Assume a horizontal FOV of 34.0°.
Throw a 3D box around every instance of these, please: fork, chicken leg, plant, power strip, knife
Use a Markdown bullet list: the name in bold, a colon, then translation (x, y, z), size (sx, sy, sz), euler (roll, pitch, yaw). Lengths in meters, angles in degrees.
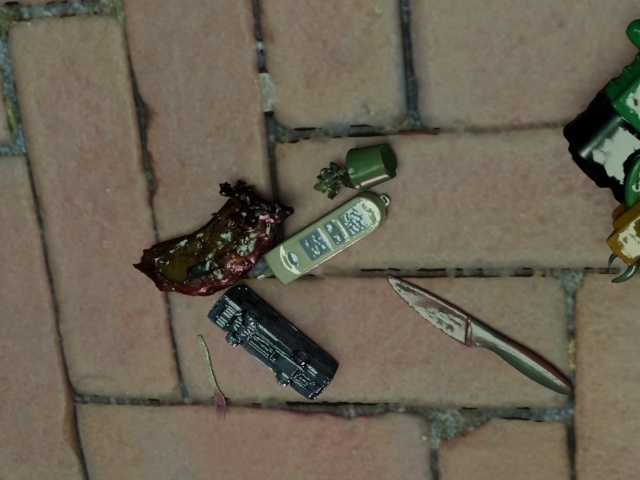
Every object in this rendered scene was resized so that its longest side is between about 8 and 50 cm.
- **fork**: translation (-0.138, 0.174, 1.329), size (0.016, 0.012, 0.115), euler (-12, 99, 17)
- **chicken leg**: translation (-0.126, 0.007, 1.237), size (0.234, 0.063, 0.105), euler (-37, 66, 27)
- **plant**: translation (0.033, -0.076, 1.170), size (0.102, 0.051, 0.051), euler (-17, 102, 28)
- **power strip**: translation (0.000, 0.000, 1.215), size (0.191, 0.030, 0.047), euler (-32, 95, 24)
- **knife**: translation (0.180, 0.109, 1.205), size (0.247, 0.018, 0.035), euler (31, 117, 8)

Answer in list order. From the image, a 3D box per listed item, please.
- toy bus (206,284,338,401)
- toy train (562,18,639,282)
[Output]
- **toy bus**: translation (-0.056, 0.121, 1.254), size (0.166, 0.065, 0.047), euler (40, 115, -1)
- **toy train**: translation (0.390, -0.141, 0.972), size (0.249, 0.178, 0.429), euler (46, 115, 9)
